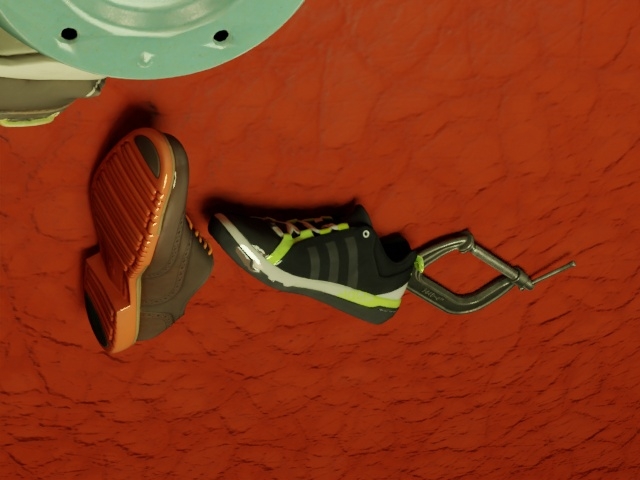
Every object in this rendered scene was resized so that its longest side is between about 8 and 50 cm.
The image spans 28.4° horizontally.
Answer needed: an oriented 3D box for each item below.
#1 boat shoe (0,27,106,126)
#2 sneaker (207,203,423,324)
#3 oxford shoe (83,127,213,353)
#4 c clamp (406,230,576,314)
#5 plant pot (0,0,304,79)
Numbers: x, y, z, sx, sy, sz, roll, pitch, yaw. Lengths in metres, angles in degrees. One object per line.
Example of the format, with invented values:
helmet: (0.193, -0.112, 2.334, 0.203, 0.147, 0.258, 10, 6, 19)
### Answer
boat shoe: (-0.283, -0.133, 0.843, 0.324, 0.117, 0.096, -2, 149, -46)
sneaker: (0.000, 0.000, 1.183, 0.234, 0.084, 0.097, 22, 104, -39)
oxford shoe: (-0.143, -0.007, 1.110, 0.098, 0.097, 0.271, -16, 151, -28)
c clamp: (0.162, 0.029, 1.302, 0.160, 0.022, 0.137, 24, 132, -40)
plant pot: (-0.107, -0.234, 0.720, 0.293, 0.235, 0.293, -10, 141, -8)
